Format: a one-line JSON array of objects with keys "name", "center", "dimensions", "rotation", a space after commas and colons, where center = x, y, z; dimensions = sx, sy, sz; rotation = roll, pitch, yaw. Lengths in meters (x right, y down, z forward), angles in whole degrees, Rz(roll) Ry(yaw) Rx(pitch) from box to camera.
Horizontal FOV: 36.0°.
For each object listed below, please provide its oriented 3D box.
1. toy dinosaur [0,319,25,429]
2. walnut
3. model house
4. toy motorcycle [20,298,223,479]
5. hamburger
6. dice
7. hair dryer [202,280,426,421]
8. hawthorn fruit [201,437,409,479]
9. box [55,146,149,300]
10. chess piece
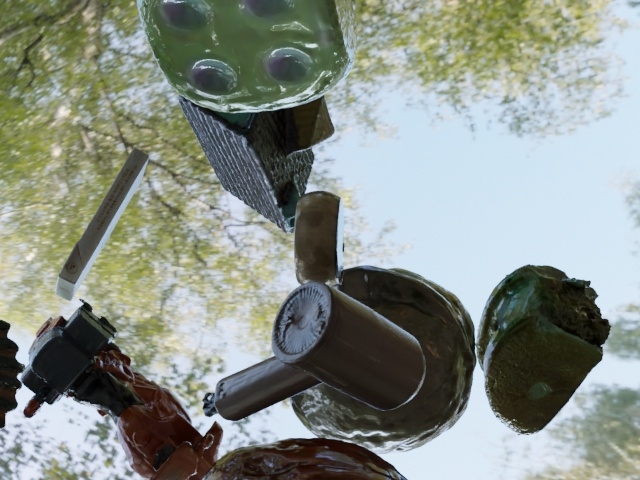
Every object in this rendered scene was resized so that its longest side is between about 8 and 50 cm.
[{"name": "toy dinosaur", "center": [-0.164, 0.038, 0.389], "dimensions": [0.106, 0.044, 0.187], "rotation": [41, -86, -13]}, {"name": "walnut", "center": [0.075, 0.143, 1.195], "dimensions": [0.248, 0.248, 0.248], "rotation": [1, -92, -31]}, {"name": "model house", "center": [-0.077, -0.174, 1.542], "dimensions": [0.230, 0.249, 0.280], "rotation": [-26, -35, 0]}, {"name": "toy motorcycle", "center": [-0.245, 0.226, 1.274], "dimensions": [0.325, 0.221, 0.148], "rotation": [42, -88, -7]}, {"name": "hamburger", "center": [0.356, 0.172, 1.678], "dimensions": [0.192, 0.168, 0.288], "rotation": [32, -69, -5]}, {"name": "dice", "center": [-0.089, -0.340, 1.299], "dimensions": [0.250, 0.251, 0.254], "rotation": [73, -162, -50]}, {"name": "hair dryer", "center": [-0.021, 0.101, 0.748], "dimensions": [0.117, 0.181, 0.064], "rotation": [33, -136, -38]}, {"name": "hawthorn fruit", "center": [-0.007, 0.285, 0.817], "dimensions": [0.258, 0.262, 0.258], "rotation": [1, -104, -3]}, {"name": "box", "center": [-0.241, -0.017, 1.090], "dimensions": [0.024, 0.090, 0.167], "rotation": [29, -111, -7]}, {"name": "chess piece", "center": [0.000, 0.000, 0.825], "dimensions": [0.038, 0.083, 0.084], "rotation": [-1, -91, 7]}]
